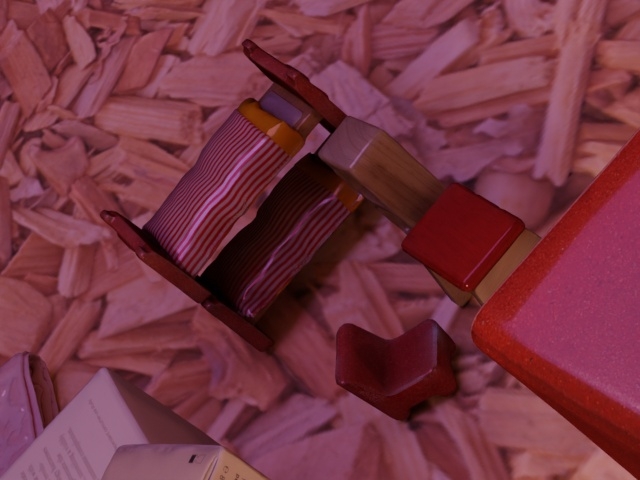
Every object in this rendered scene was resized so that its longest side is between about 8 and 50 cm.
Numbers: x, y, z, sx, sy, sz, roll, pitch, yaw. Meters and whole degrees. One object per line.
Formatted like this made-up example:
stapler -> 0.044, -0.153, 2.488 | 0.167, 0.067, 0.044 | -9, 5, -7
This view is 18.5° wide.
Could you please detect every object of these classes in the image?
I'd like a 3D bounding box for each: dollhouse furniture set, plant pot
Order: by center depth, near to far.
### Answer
plant pot -> 0.291, 0.063, 0.999 | 0.267, 0.267, 0.236 | -49, 43, 2
dollhouse furniture set -> 0.000, 0.000, 1.521 | 0.201, 0.152, 0.374 | -51, 30, -2

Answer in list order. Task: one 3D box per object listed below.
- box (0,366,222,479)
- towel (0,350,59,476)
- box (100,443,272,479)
box -> -0.181, 0.302, 1.391 | 0.345, 0.168, 0.215 | -46, 38, 5
towel -> -0.356, 0.292, 1.769 | 0.332, 0.053, 0.317 | -42, 31, 12
box -> -0.014, 0.226, 1.171 | 0.113, 0.275, 0.094 | -8, 51, 51
